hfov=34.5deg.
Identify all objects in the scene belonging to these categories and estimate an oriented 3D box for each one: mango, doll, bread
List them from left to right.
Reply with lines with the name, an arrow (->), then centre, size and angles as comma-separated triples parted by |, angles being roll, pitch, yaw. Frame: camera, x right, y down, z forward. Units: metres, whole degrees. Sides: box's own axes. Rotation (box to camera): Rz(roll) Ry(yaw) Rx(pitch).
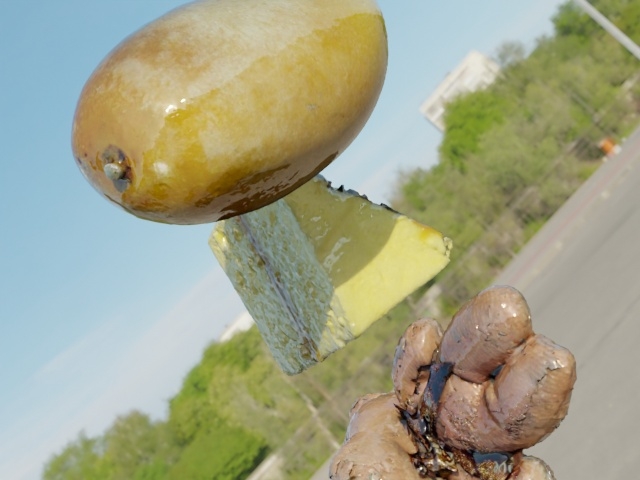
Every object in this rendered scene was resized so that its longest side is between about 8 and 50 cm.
mango -> -0.067, -0.143, 0.969 | 0.222, 0.198, 0.384 | -9, 26, 43
bread -> 0.000, 0.000, 1.264 | 0.198, 0.236, 0.263 | -36, -2, -27
doll -> 0.095, 0.165, 0.873 | 0.156, 0.201, 0.303 | -16, -33, -29
